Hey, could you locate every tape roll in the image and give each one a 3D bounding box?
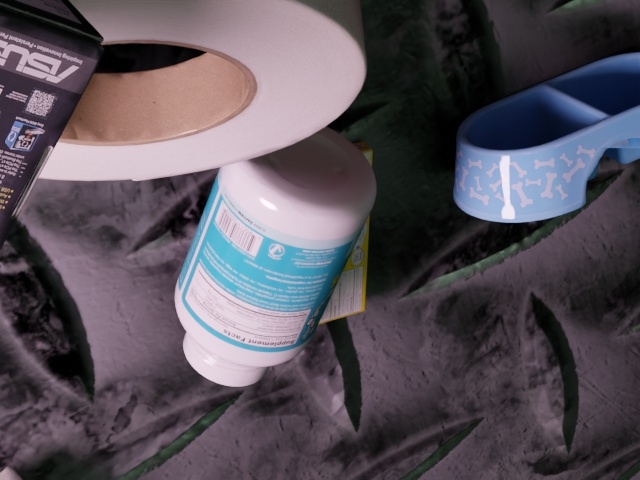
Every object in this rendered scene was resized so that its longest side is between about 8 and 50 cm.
[{"bbox_3d":[-0.156,-0.144,1.253,0.392,0.072,0.392,-6,162,-2],"label":"tape roll"}]

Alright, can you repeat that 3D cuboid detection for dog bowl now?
[{"bbox_3d":[0.270,-0.115,1.642,0.297,0.166,0.074,-22,119,-17],"label":"dog bowl"}]

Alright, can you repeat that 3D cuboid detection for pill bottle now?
[{"bbox_3d":[-0.054,0.020,1.522,0.146,0.146,0.264,-3,136,-30],"label":"pill bottle"}]

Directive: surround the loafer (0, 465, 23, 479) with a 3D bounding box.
[{"bbox_3d":[-0.426,0.325,1.565,0.319,0.112,0.111,-23,92,-8],"label":"loafer"}]

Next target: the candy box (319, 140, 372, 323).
[{"bbox_3d":[0.000,0.000,1.638,0.105,0.027,0.206,-13,127,-21],"label":"candy box"}]

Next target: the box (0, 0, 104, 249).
[{"bbox_3d":[-0.361,-0.051,0.886,0.395,0.097,0.318,16,110,-39],"label":"box"}]
